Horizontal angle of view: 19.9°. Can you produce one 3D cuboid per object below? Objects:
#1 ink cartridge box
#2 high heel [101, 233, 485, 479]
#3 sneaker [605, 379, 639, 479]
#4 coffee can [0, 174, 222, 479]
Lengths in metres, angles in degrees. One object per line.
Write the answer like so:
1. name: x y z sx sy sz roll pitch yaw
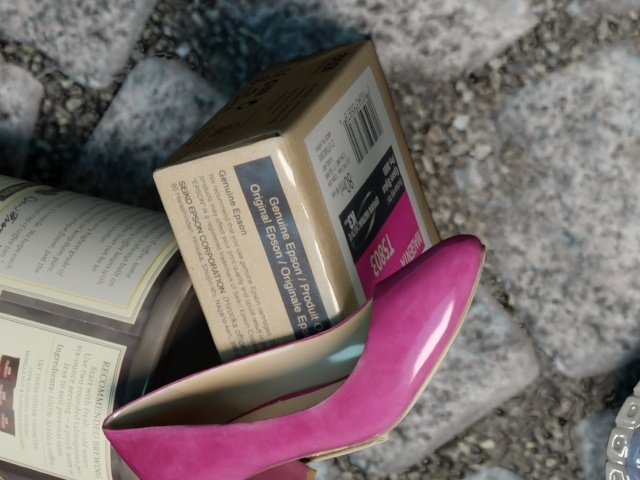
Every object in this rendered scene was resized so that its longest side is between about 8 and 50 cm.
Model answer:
1. ink cartridge box: 0.000 0.000 1.125 0.088 0.234 0.193 -15 106 19
2. high heel: -0.016 0.063 0.980 0.117 0.082 0.244 33 127 -10
3. sneaker: 0.226 0.182 1.199 0.111 0.129 0.297 23 95 9
4. coffee can: -0.187 0.061 1.198 0.275 0.201 0.201 14 112 21
